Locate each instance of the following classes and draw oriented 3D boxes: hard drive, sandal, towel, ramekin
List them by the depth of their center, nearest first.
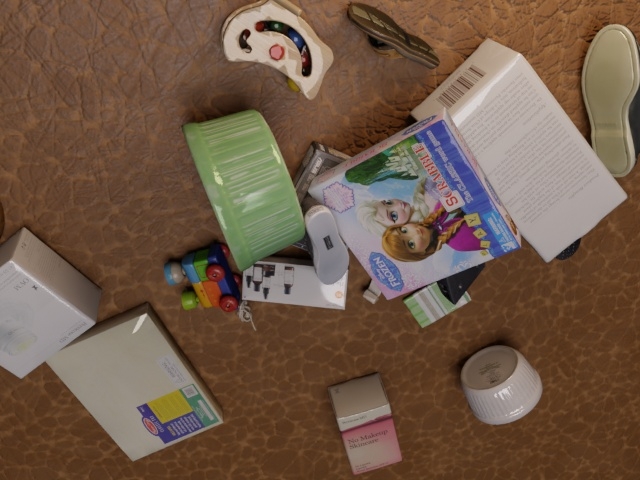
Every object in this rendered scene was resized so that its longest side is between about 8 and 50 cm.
[{"bbox_3d":[-0.144,-0.105,1.177,0.148,0.303,0.303,-22,121,-7],"label":"ramekin"},{"bbox_3d":[0.141,-0.393,1.204,0.219,0.090,0.060,19,135,-28],"label":"sandal"},{"bbox_3d":[0.316,0.007,1.418,0.172,0.054,0.255,-44,132,-30],"label":"hard drive"},{"bbox_3d":[0.618,-0.039,1.515,0.067,0.040,0.179,-2,105,-17],"label":"sandal"},{"bbox_3d":[0.301,0.151,1.565,0.152,0.023,0.113,-31,118,9],"label":"towel"},{"bbox_3d":[0.475,0.377,1.623,0.207,0.207,0.109,-31,111,6],"label":"ramekin"}]

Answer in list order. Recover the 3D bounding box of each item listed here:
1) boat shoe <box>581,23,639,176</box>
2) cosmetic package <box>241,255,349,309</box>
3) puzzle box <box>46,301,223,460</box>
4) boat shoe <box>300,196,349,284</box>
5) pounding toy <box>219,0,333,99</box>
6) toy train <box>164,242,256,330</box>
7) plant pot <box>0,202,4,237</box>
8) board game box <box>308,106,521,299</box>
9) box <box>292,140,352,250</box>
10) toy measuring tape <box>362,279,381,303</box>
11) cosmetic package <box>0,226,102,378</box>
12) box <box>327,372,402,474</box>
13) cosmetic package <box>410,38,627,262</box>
[{"bbox_3d":[0.667,-0.314,1.329,0.113,0.127,0.340,-32,116,-27],"label":"boat shoe"},{"bbox_3d":[-0.057,0.095,1.389,0.239,0.060,0.099,5,104,3],"label":"cosmetic package"},{"bbox_3d":[-0.452,0.365,1.512,0.272,0.052,0.409,-23,121,2],"label":"puzzle box"},{"bbox_3d":[0.000,0.000,1.273,0.080,0.076,0.228,-28,138,-7],"label":"boat shoe"},{"bbox_3d":[-0.094,-0.365,1.116,0.154,0.155,0.269,-44,118,9],"label":"pounding toy"},{"bbox_3d":[-0.254,0.134,1.401,0.143,0.105,0.248,-12,121,8],"label":"toy train"},{"bbox_3d":[-0.756,0.002,1.133,0.237,0.254,0.237,-5,118,-9],"label":"plant pot"},{"bbox_3d":[0.191,-0.059,1.241,0.318,0.066,0.319,-26,112,29],"label":"board game box"},{"bbox_3d":[0.015,-0.082,1.354,0.183,0.056,0.231,20,113,-21],"label":"box"},{"bbox_3d":[0.154,0.014,1.397,0.121,0.121,0.330,14,115,-18],"label":"toy measuring tape"},{"bbox_3d":[-0.637,0.138,1.295,0.224,0.138,0.225,-36,123,9],"label":"cosmetic package"},{"bbox_3d":[0.124,0.505,1.662,0.148,0.127,0.232,-16,121,-2],"label":"box"},{"bbox_3d":[0.435,-0.185,1.319,0.230,0.161,0.453,-42,118,13],"label":"cosmetic package"}]
